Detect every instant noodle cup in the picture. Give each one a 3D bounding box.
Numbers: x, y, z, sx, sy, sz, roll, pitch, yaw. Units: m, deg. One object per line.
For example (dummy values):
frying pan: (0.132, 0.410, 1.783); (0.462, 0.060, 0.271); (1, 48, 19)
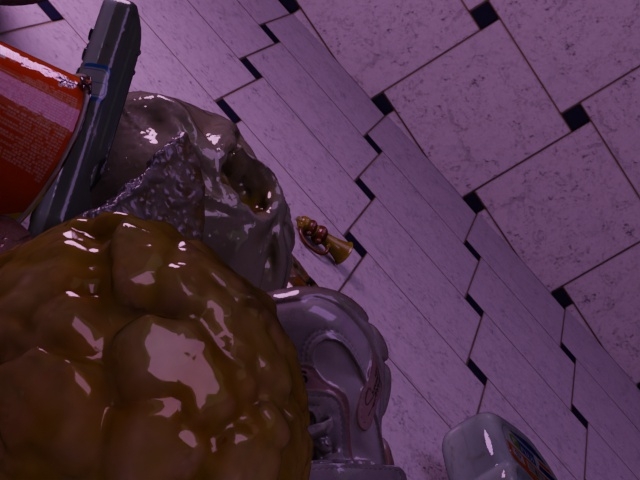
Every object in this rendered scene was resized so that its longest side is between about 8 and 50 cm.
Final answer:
instant noodle cup: (-0.371, -0.130, 1.637); (0.174, 0.213, 0.213); (32, 23, -27)

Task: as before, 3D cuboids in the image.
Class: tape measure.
tape measure: (0.281, 0.393, 2.286); (0.243, 0.125, 0.246); (46, 18, -36)

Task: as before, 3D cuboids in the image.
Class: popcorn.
popcorn: (-0.167, 0.152, 1.267); (0.344, 0.354, 0.390); (30, 22, -30)

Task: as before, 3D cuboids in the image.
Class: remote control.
remote control: (-0.265, -0.117, 1.745); (0.066, 0.128, 0.335); (18, 60, -9)

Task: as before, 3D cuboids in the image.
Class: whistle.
whistle: (-0.002, 0.002, 2.592); (0.109, 0.057, 0.046); (31, -22, -25)

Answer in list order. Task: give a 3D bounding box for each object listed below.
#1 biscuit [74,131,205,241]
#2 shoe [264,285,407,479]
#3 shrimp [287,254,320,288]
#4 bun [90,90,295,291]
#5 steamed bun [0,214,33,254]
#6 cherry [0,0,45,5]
biscuit: (-0.191, 0.000, 1.690); (0.141, 0.038, 0.290); (59, 37, -15)
shoe: (0.002, 0.225, 1.693); (0.198, 0.172, 0.351); (-81, 157, -62)
shrimp: (-0.009, 0.108, 2.295); (0.169, 0.058, 0.296); (36, 17, -45)
bun: (-0.168, -0.053, 1.939); (0.365, 0.219, 0.365); (47, 16, -18)
steamed bun: (-0.314, 0.064, 1.516); (0.175, 0.106, 0.145); (61, 9, -9)
cherry: (-0.451, -0.462, 2.046); (0.326, 0.291, 0.335); (24, 10, -35)
